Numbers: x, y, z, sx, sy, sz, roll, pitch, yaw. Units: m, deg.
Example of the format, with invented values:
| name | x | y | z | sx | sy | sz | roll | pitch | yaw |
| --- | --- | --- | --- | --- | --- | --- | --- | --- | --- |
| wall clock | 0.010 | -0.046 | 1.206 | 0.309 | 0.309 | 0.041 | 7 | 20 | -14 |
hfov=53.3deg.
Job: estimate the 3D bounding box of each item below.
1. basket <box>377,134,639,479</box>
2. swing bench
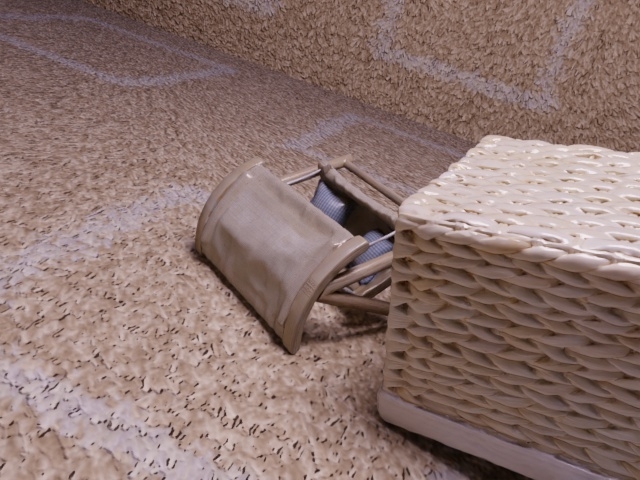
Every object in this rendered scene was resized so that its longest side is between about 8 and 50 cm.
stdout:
| name | x | y | z | sx | sy | sz | roll | pitch | yaw |
| --- | --- | --- | --- | --- | --- | --- | --- | --- | --- |
| basket | 0.270 | 0.059 | 0.702 | 0.332 | 0.266 | 0.328 | 12 | 29 | 28 |
| swing bench | 0.000 | 0.000 | 0.886 | 0.255 | 0.165 | 0.253 | -5 | 33 | -40 |
